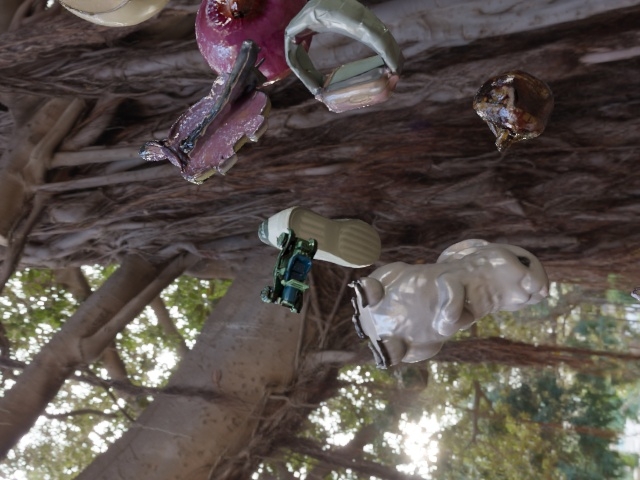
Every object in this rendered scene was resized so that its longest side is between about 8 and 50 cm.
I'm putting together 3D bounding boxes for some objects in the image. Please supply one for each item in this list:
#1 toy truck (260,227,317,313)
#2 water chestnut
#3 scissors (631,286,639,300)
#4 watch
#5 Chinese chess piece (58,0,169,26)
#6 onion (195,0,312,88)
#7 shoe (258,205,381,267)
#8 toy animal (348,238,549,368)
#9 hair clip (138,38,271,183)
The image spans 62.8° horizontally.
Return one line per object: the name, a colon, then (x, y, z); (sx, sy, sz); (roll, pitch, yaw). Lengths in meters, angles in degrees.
toy truck: (-0.049, 0.054, 0.986); (0.080, 0.078, 0.154); (24, -111, -25)
water chestnut: (0.554, -0.376, 1.519); (0.224, 0.224, 0.238); (2, -63, -59)
scissors: (0.797, 0.104, 1.241); (0.189, 0.100, 0.015); (-44, -37, -46)
watch: (0.048, -0.444, 1.215); (0.241, 0.253, 0.162); (62, -147, -36)
Chinese chess piece: (-0.462, -0.641, 1.125); (0.140, 0.338, 0.338); (-50, -45, -70)
onion: (-0.195, -0.642, 1.561); (0.345, 0.358, 0.358); (168, 107, -77)
shoe: (0.000, 0.000, 1.390); (0.363, 0.160, 0.132); (15, -106, -43)
toy animal: (0.241, 0.105, 1.010); (0.258, 0.357, 0.194); (-156, 46, -81)
hair clip: (-0.118, -0.146, 0.618); (0.187, 0.146, 0.056); (-56, -40, -1)
